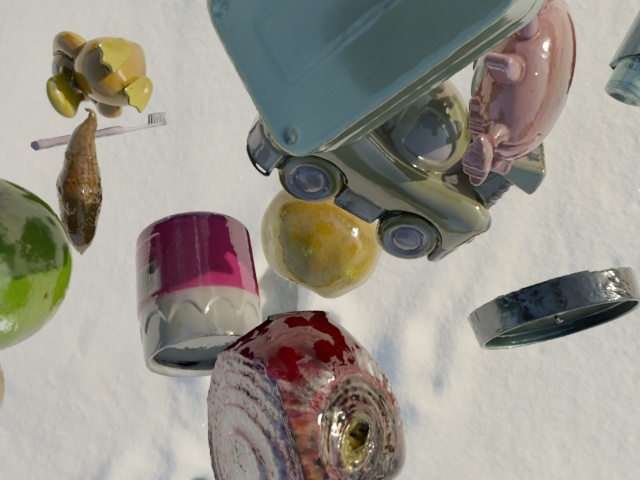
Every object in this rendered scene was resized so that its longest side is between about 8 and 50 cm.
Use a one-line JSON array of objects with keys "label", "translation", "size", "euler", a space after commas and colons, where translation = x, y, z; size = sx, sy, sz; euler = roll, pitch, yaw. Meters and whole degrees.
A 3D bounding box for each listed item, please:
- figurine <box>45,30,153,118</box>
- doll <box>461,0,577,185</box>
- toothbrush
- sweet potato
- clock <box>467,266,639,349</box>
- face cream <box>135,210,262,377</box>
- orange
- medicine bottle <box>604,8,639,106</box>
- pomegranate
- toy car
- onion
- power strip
[{"label": "figurine", "translation": [-0.487, -0.362, 1.324], "size": [0.228, 0.215, 0.215], "euler": [-14, 108, 13]}, {"label": "doll", "translation": [0.205, -0.159, 0.622], "size": [0.093, 0.262, 0.211], "euler": [20, 152, 24]}, {"label": "toothbrush", "translation": [-0.421, -0.220, 1.197], "size": [0.024, 0.354, 0.029], "euler": [10, 112, 24]}, {"label": "sweet potato", "translation": [-0.319, -0.076, 0.807], "size": [0.060, 0.068, 0.206], "euler": [9, 116, -14]}, {"label": "clock", "translation": [0.391, 0.120, 1.016], "size": [0.280, 0.280, 0.055], "euler": [-12, 69, -1]}, {"label": "face cream", "translation": [-0.176, 0.081, 0.880], "size": [0.175, 0.195, 0.175], "euler": [-9, 152, -5]}, {"label": "orange", "translation": [0.000, 0.000, 1.332], "size": [0.279, 0.279, 0.235], "euler": [29, 98, -12]}, {"label": "medicine bottle", "translation": [0.496, -0.317, 0.868], "size": [0.079, 0.124, 0.258], "euler": [28, 94, 3]}, {"label": "pomegranate", "translation": [-0.399, 0.071, 0.671], "size": [0.236, 0.236, 0.302], "euler": [3, 97, -5]}, {"label": "toy car", "translation": [0.102, -0.151, 0.809], "size": [0.336, 0.242, 0.226], "euler": [31, 136, -17]}, {"label": "onion", "translation": [-0.011, 0.190, 0.699], "size": [0.207, 0.216, 0.206], "euler": [1, 72, -42]}, {"label": "power strip", "translation": [0.001, -0.222, 0.447], "size": [0.229, 0.141, 0.261], "euler": [-30, 86, 36]}]
